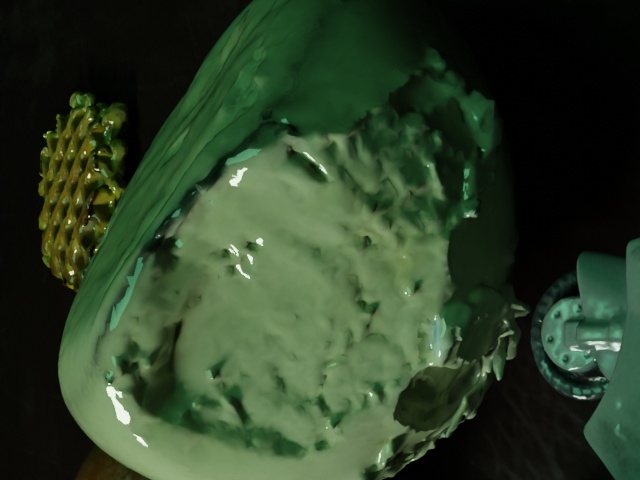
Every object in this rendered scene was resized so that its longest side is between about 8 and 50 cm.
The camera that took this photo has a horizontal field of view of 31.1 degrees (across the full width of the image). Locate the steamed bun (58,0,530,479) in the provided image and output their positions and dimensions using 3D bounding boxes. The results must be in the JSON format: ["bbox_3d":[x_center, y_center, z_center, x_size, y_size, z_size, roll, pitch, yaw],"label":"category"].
[{"bbox_3d":[0.000,0.000,0.733,0.334,0.233,0.312,-50,17,25],"label":"steamed bun"}]

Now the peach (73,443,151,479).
[{"bbox_3d":[-0.071,0.232,0.855,0.252,0.252,0.252,-2,88,57],"label":"peach"}]

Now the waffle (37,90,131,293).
[{"bbox_3d":[-0.277,-0.057,1.348,0.238,0.058,0.243,1,88,60],"label":"waffle"}]

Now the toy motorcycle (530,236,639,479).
[{"bbox_3d":[0.212,0.082,0.547,0.171,0.110,0.260,-54,50,25],"label":"toy motorcycle"}]
